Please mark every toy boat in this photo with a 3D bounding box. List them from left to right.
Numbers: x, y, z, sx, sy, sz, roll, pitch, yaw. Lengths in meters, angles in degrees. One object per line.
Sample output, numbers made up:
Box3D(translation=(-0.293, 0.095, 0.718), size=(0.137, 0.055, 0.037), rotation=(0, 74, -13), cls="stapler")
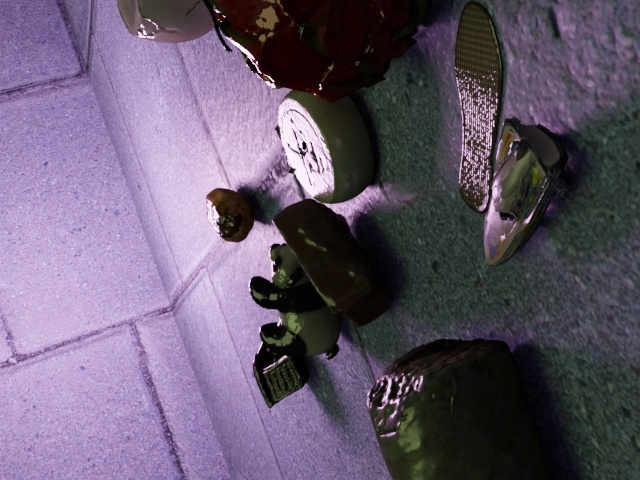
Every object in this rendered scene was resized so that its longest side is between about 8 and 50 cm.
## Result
Box3D(translation=(0.206, -0.036, 0.858), size=(0.210, 0.066, 0.084), rotation=(98, 149, -51), cls="toy boat")

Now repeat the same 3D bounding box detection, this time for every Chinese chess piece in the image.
Box3D(translation=(0.006, -0.147, 1.234), size=(0.188, 0.083, 0.188), rotation=(53, 157, 34), cls="Chinese chess piece")

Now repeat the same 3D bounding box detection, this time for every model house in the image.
Box3D(translation=(-0.089, 0.275, 1.808), size=(0.165, 0.106, 0.152), rotation=(65, 161, 5), cls="model house")

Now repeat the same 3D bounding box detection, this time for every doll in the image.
Box3D(translation=(-0.038, 0.109, 1.518), size=(0.135, 0.143, 0.234), rotation=(-6, 103, 39), cls="doll")

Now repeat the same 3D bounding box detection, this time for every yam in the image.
Box3D(translation=(0.181, 0.274, 1.000), size=(0.300, 0.195, 0.195), rotation=(71, 159, 2), cls="yam")

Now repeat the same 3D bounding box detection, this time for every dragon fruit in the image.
Box3D(translation=(-0.022, -0.274, 0.956), size=(0.293, 0.234, 0.233), rotation=(8, 123, 23), cls="dragon fruit")

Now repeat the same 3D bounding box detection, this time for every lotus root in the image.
Box3D(translation=(-0.208, -0.064, 1.848), size=(0.258, 0.097, 0.110), rotation=(-138, 42, -66), cls="lotus root")

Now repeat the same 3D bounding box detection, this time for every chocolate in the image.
Box3D(translation=(0.023, 0.027, 1.289), size=(0.214, 0.093, 0.148), rotation=(58, -173, 25), cls="chocolate")

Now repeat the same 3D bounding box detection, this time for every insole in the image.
Box3D(translation=(0.178, -0.143, 0.925), size=(0.086, 0.005, 0.253), rotation=(43, 146, 53), cls="insole")

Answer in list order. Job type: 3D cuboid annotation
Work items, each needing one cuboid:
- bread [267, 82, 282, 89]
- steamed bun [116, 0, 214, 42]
Box3D(translation=(-0.042, -0.288, 1.213), size=(0.129, 0.114, 0.111), rotation=(47, 155, 54), cls="bread")
Box3D(translation=(-0.269, -0.520, 1.451), size=(0.324, 0.206, 0.324), rotation=(164, 90, -71), cls="steamed bun")
